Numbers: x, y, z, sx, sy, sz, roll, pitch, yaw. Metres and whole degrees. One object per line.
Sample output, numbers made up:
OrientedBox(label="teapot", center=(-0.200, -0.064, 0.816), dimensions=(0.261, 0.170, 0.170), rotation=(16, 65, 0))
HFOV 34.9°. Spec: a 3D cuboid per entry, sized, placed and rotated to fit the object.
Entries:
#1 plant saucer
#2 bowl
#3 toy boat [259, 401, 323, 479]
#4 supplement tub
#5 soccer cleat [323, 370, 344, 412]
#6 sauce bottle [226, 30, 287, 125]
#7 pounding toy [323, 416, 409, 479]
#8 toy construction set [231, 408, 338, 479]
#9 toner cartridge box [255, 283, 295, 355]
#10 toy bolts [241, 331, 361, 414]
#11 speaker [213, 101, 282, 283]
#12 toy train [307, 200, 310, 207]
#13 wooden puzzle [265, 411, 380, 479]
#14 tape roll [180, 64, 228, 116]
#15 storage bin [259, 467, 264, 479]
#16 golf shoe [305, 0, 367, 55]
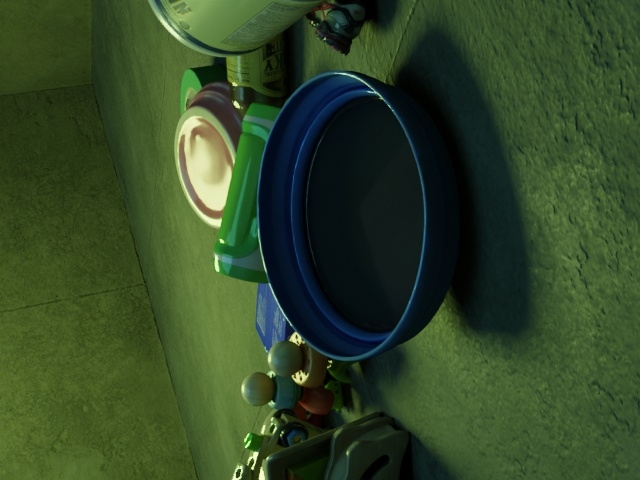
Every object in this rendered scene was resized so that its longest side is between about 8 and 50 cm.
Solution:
OrientedBox(label="plant saucer", center=(-0.197, -0.153, 2.057), dimensions=(0.332, 0.084, 0.332), rotation=(28, 127, 46))
OrientedBox(label="bowl", center=(0.045, -0.034, 1.395), dimensions=(0.391, 0.077, 0.391), rotation=(8, 100, 54))
OrientedBox(label="toy boat", center=(-0.022, 0.421, 1.969), dimensions=(0.151, 0.151, 0.231), rotation=(1, 104, 41))
OrientedBox(label="supplement tub", center=(-0.085, -0.411, 1.407), dimensions=(0.325, 0.235, 0.235), rotation=(-20, 81, 56))
OrientedBox(label="soccer cleat", center=(-0.003, 0.274, 1.921), dimensions=(0.179, 0.060, 0.072), rotation=(-169, 79, -64))
OrientedBox(label="sauce bottle", center=(-0.113, -0.306, 1.823), dimensions=(0.111, 0.111, 0.344), rotation=(-129, 32, -55))
OrientedBox(label="pounding toy", center=(0.093, 0.427, 1.595), dimensions=(0.155, 0.154, 0.269), rotation=(-152, 72, -67))
OrientedBox(label="toy construction set", center=(-0.040, 0.422, 1.762), dimensions=(0.151, 0.328, 0.215), rotation=(34, 97, 50))
OrientedBox(label="toner cartridge box", center=(-0.060, 0.096, 1.948), dimensions=(0.165, 0.075, 0.348), rotation=(-118, 25, -44))
OrientedBox(label="toy bolts", center=(-0.051, 0.197, 1.775), dimensions=(0.228, 0.158, 0.218), rotation=(-66, 35, 40))
OrientedBox(label="speaker", center=(-0.099, -0.081, 1.753), dimensions=(0.131, 0.131, 0.296), rotation=(-153, 76, -68))
OrientedBox(label="toy train", center=(0.048, -0.050, 1.527), dimensions=(0.125, 0.046, 0.166), rotation=(46, 113, 32))
OrientedBox(label="wooden puzzle", center=(0.018, 0.418, 1.674), dimensions=(0.044, 0.221, 0.238), rotation=(27, 126, 51))
OrientedBox(label="tape roll", center=(-0.241, -0.233, 2.302), dimensions=(0.321, 0.077, 0.321), rotation=(168, 90, -72))
OrientedBox(label="storage bin", center=(-0.047, 0.619, 2.137), dimensions=(0.262, 0.123, 0.260), rotation=(-128, 33, -55))
OrientedBox(label="golf shoe", center=(0.026, -0.334, 1.483), dimensions=(0.086, 0.067, 0.186), rotation=(-55, 28, 16))
